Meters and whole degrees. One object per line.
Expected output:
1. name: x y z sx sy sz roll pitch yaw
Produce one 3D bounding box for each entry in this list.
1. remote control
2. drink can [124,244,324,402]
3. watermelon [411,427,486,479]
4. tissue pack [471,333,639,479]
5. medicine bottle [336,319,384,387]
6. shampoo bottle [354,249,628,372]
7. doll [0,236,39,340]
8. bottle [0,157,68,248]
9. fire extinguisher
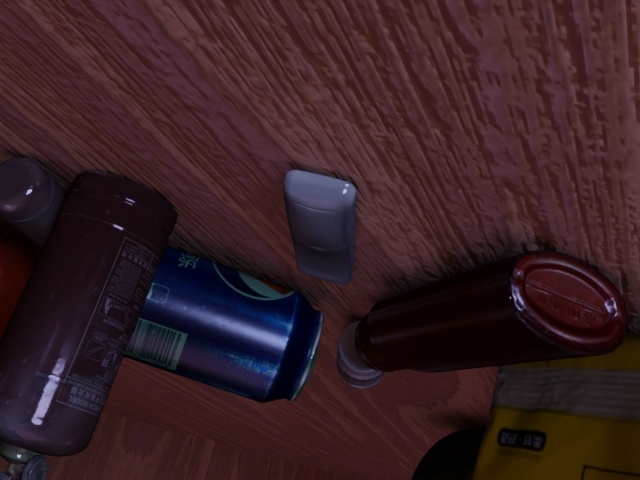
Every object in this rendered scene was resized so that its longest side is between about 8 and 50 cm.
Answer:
1. remote control: 0.000 0.000 0.573 0.050 0.027 0.184 15 160 8
2. drink can: -0.106 0.081 0.736 0.205 0.118 0.118 21 159 -7
3. watermelon: 0.233 0.372 1.083 0.212 0.212 0.212 15 159 6
4. tissue pack: 0.328 0.199 0.515 0.293 0.228 0.382 25 163 -23
5. medicine bottle: 0.045 0.123 0.806 0.057 0.057 0.089 15 159 6
6. shampoo bottle: 0.110 0.067 0.605 0.102 0.064 0.260 21 160 -19
7. doll: -0.386 0.060 0.826 0.161 0.129 0.290 -26 179 9
8. bottle: -0.241 -0.021 0.677 0.053 0.053 0.140 12 159 15
9. fire extinguisher: -0.205 0.080 0.596 0.105 0.268 0.105 16 159 6
